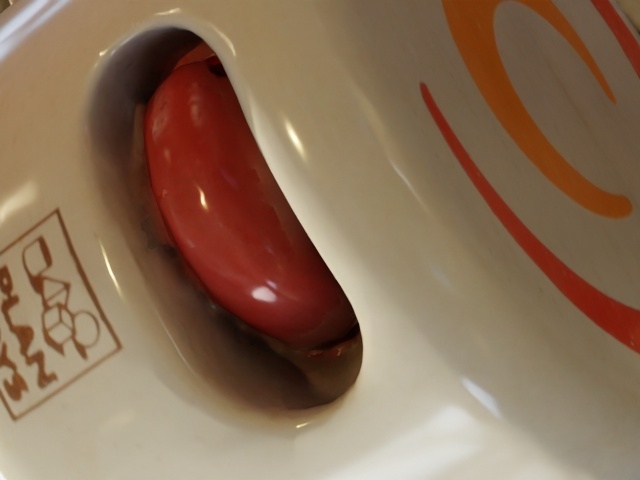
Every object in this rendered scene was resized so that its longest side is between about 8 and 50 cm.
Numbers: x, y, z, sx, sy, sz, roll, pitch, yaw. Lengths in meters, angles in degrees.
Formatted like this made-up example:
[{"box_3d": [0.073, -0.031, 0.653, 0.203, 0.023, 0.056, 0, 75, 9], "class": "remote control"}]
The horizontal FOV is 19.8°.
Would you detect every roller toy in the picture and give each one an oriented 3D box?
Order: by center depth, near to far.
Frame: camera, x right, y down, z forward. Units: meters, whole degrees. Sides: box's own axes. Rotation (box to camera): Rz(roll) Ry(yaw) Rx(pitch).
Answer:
[{"box_3d": [0.000, 0.000, 0.456, 0.146, 0.209, 0.191, -33, 32, 28], "class": "roller toy"}]
